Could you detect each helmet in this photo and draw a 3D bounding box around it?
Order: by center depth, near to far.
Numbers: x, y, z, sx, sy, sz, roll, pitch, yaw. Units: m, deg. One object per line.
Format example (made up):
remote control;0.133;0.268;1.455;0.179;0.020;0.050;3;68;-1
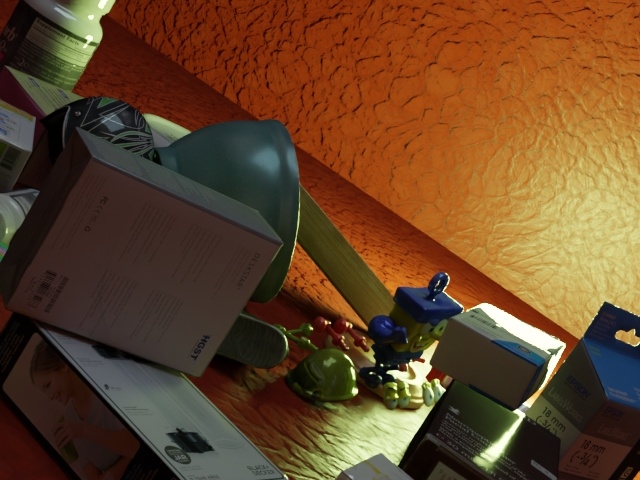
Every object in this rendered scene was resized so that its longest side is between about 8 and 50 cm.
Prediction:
helmet;-0.329;-0.137;1.677;0.162;0.169;0.169;-3;-17;44

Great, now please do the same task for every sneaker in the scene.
sneaker;-0.149;0.122;1.581;0.222;0.083;0.118;27;-8;6

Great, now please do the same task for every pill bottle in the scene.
pill bottle;-0.404;-0.025;1.459;0.078;0.078;0.137;34;12;6
pill bottle;-0.502;-0.363;2.082;0.162;0.278;0.162;31;11;-7

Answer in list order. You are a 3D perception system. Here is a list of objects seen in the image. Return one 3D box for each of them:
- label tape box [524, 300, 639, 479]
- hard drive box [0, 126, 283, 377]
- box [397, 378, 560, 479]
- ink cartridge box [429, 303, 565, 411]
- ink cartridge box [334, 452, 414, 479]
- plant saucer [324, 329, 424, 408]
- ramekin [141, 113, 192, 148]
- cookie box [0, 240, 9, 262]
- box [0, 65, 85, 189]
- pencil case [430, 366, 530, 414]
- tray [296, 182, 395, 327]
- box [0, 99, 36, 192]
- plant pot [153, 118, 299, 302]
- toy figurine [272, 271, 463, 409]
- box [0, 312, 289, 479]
label tape box;0.447;0.283;1.795;0.241;0.333;0.106;21;17;-44
hard drive box;-0.187;0.018;1.172;0.232;0.181;0.089;26;13;-31
box;0.212;0.318;1.534;0.191;0.143;0.381;33;10;7
ink cartridge box;0.271;0.172;1.716;0.148;0.085;0.203;28;13;20
ink cartridge box;0.051;0.309;1.258;0.090;0.092;0.143;38;14;19
plant saucer;0.099;0.210;1.917;0.200;0.037;0.200;31;11;-7
ramekin;-0.271;-0.127;2.099;0.273;0.127;0.273;31;12;-8
cookie box;-0.410;0.024;1.339;0.092;0.040;0.107;34;13;4
box;-0.415;-0.159;1.881;0.243;0.117;0.213;20;18;-45
pencil case;0.290;0.276;2.050;0.206;0.086;0.088;43;-12;35
tray;0.000;0.000;2.062;0.411;0.076;0.203;51;-1;3
box;-0.476;-0.128;1.600;0.103;0.114;0.203;27;13;-20
plant pot;-0.174;-0.051;1.760;0.196;0.293;0.293;3;24;-22
toy figurine;0.104;0.119;1.743;0.363;0.217;0.191;6;36;-48
box;-0.189;0.186;1.143;0.290;0.087;0.169;40;14;28
